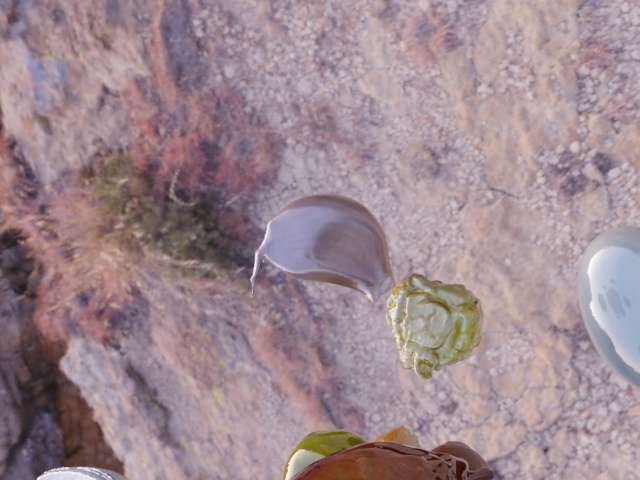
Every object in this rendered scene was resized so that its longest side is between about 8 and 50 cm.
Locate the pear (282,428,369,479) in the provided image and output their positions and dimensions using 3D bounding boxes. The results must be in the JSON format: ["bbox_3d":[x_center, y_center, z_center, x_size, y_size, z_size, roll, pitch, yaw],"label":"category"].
[{"bbox_3d":[0.040,0.423,1.429,0.216,0.180,0.166,36,168,19],"label":"pear"}]

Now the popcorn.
[{"bbox_3d":[0.216,0.149,1.598,0.187,0.185,0.167,-122,31,-46],"label":"popcorn"}]

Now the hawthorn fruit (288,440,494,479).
[{"bbox_3d":[0.064,0.427,1.155,0.324,0.308,0.308,-42,78,25],"label":"hawthorn fruit"}]

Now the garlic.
[{"bbox_3d":[0.000,0.000,1.986,0.231,0.339,0.246,-129,44,-69],"label":"garlic"}]

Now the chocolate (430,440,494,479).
[{"bbox_3d":[0.266,0.490,1.659,0.176,0.176,0.177,20,122,36],"label":"chocolate"}]

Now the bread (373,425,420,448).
[{"bbox_3d":[0.143,0.452,1.795,0.125,0.106,0.082,-34,81,33],"label":"bread"}]

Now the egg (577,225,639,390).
[{"bbox_3d":[0.565,0.121,1.435,0.230,0.230,0.371,-8,132,45],"label":"egg"}]

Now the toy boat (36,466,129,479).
[{"bbox_3d":[-0.246,0.312,0.895,0.207,0.134,0.079,-8,137,39],"label":"toy boat"}]
